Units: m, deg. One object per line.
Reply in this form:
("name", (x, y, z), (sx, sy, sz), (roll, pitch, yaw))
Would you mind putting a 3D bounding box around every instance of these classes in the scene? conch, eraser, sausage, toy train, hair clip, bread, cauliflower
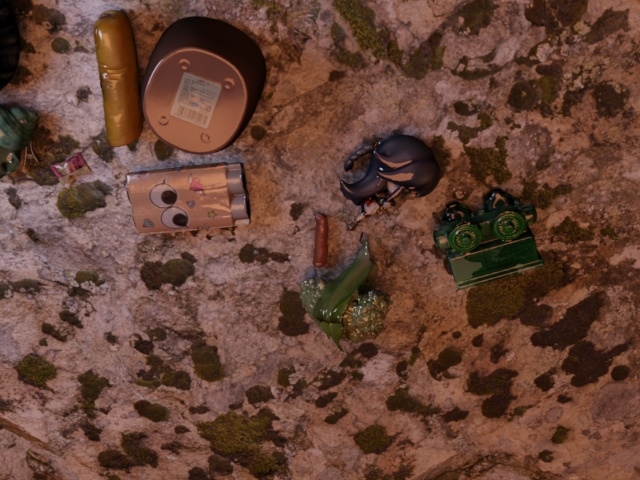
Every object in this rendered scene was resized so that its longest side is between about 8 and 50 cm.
("conch", (-0.759, -0.248, 1.826), (0.188, 0.122, 0.176), (-17, 116, 32))
("eraser", (-0.329, -0.111, 1.933), (0.290, 0.087, 0.171), (-6, 117, 2))
("sausage", (0.000, 0.000, 2.025), (0.042, 0.036, 0.158), (-4, 116, -8))
("toy train", (0.428, -0.008, 1.975), (0.266, 0.145, 0.202), (-17, 119, 7))
("hair clip", (-0.708, -0.241, 1.894), (0.039, 0.030, 0.115), (2, 120, -24))
("bread", (-0.462, -0.370, 1.773), (0.091, 0.142, 0.305), (-1, 119, -3))
("cauliflower", (0.089, 0.134, 2.009), (0.239, 0.256, 0.315), (28, 77, -20))

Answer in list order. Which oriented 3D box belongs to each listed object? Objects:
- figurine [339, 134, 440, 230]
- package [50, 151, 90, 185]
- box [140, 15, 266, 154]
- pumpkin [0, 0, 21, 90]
("figurine", (0.159, -0.147, 1.887), (0.265, 0.175, 0.197), (-21, 110, 0))
("package", (-0.625, -0.178, 1.925), (0.083, 0.029, 0.059), (-27, 107, 0))
("box", (-0.274, -0.340, 1.754), (0.301, 0.216, 0.301), (0, 118, 0))
("pumpkin", (-0.813, -0.439, 1.657), (0.296, 0.296, 0.296), (-1, 116, -1))
